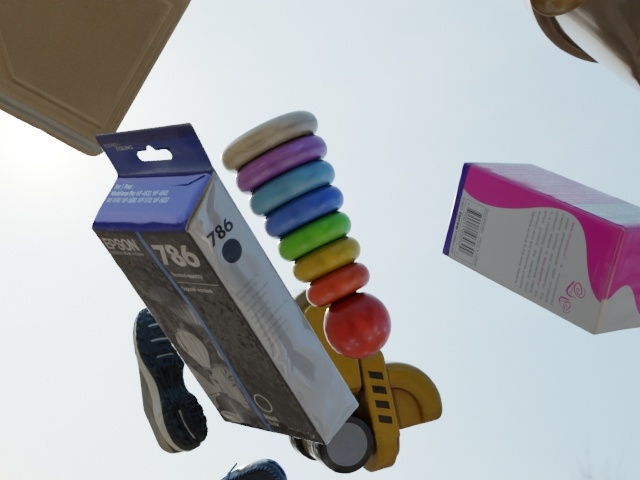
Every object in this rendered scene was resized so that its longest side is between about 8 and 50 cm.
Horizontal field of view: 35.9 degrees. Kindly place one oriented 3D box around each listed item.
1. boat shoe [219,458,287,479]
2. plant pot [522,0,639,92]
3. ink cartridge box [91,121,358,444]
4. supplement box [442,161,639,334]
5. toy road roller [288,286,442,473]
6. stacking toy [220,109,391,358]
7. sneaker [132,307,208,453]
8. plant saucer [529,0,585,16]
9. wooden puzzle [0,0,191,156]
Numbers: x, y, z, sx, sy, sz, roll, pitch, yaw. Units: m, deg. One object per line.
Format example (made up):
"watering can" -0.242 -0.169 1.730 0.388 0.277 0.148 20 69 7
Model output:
"boat shoe" -0.150 0.402 1.349 0.109 0.258 0.089 47 6 11
"plant pot" 0.363 -0.259 1.037 0.263 0.229 0.263 -6 -46 -6
"ink cartridge box" -0.105 0.047 0.934 0.165 0.065 0.332 0 -53 48
"supplement box" 0.250 0.001 1.034 0.220 0.114 0.111 33 -63 49
"toy road roller" 0.064 0.230 1.692 0.202 0.241 0.329 166 -87 -72
"stacking toy" 0.000 0.000 1.305 0.141 0.141 0.330 -32 -96 55
"sneaker" -0.284 0.248 1.746 0.100 0.271 0.108 -3 -21 -36
"plant saucer" 0.231 -0.252 0.934 0.083 0.083 0.015 80 -14 -50
"wooden puzzle" -0.291 -0.245 1.116 0.221 0.238 0.044 29 13 -17
